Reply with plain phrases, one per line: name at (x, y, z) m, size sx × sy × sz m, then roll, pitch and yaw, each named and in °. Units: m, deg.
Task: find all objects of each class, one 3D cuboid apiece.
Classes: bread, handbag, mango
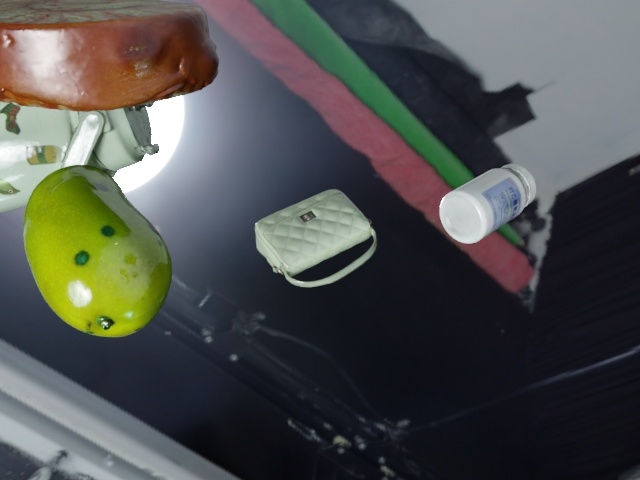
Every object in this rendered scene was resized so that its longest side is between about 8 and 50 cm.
bread at (-0.304, -0.250, 0.954) m, size 0.295 × 0.327 × 0.114 m, roll -32°, pitch -50°, yaw -52°
handbag at (0.000, 0.000, 1.599) m, size 0.256 × 0.079 × 0.219 m, roll -26°, pitch -131°, yaw -23°
mango at (-0.296, 0.001, 0.962) m, size 0.175 × 0.143 × 0.293 m, roll 4°, pitch -142°, yaw -37°

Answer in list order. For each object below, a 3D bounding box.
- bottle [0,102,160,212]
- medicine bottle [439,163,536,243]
bottle at (-0.447, -0.178, 1.302) m, size 0.229 × 0.351 × 0.229 m, roll -13°, pitch -90°, yaw -83°
medicine bottle at (0.315, -0.073, 1.364) m, size 0.186 × 0.102 × 0.103 m, roll -27°, pitch -93°, yaw -37°
